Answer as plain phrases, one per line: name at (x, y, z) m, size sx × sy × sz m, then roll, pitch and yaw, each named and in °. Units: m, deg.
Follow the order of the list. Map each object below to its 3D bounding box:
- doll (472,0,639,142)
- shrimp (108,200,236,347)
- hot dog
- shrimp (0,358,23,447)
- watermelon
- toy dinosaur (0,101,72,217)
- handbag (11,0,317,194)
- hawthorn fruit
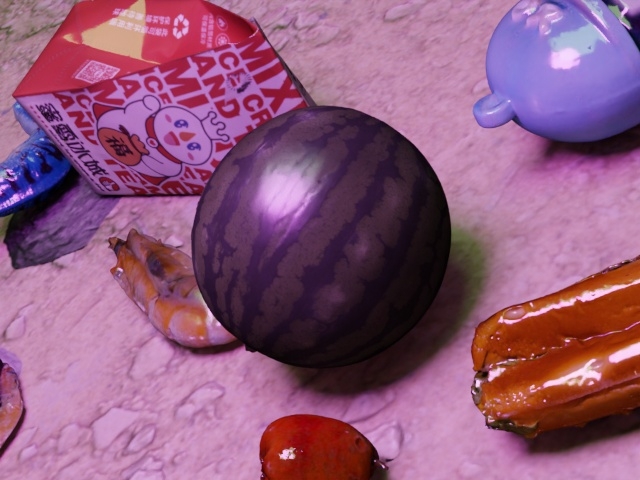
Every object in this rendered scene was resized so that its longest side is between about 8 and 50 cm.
doll at (0.258, -0.186, 1.381) m, size 0.314 × 0.141 × 0.177 m, roll -36°, pitch 31°, yaw -9°
shrimp at (-0.114, 0.014, 1.514) m, size 0.145 × 0.059 × 0.254 m, roll -36°, pitch 34°, yaw -9°
hot dog at (0.226, 0.061, 1.145) m, size 0.269 × 0.072 × 0.115 m, roll -19°, pitch 61°, yaw 21°
shrimp at (-0.364, 0.159, 1.551) m, size 0.152 × 0.046 × 0.219 m, roll -47°, pitch 40°, yaw -18°
watermelon at (0.000, 0.000, 1.307) m, size 0.212 × 0.212 × 0.212 m, roll -22°, pitch 36°, yaw 17°
toy dinosaur at (-0.321, -0.077, 1.787) m, size 0.144 × 0.076 × 0.329 m, roll 20°, pitch 50°, yaw 42°
handbag at (-0.141, -0.146, 1.631) m, size 0.298 × 0.171 × 0.151 m, roll 1°, pitch 50°, yaw 41°
hawthorn fruit at (0.002, 0.168, 1.219) m, size 0.093 × 0.081 × 0.081 m, roll -2°, pitch 36°, yaw -5°
